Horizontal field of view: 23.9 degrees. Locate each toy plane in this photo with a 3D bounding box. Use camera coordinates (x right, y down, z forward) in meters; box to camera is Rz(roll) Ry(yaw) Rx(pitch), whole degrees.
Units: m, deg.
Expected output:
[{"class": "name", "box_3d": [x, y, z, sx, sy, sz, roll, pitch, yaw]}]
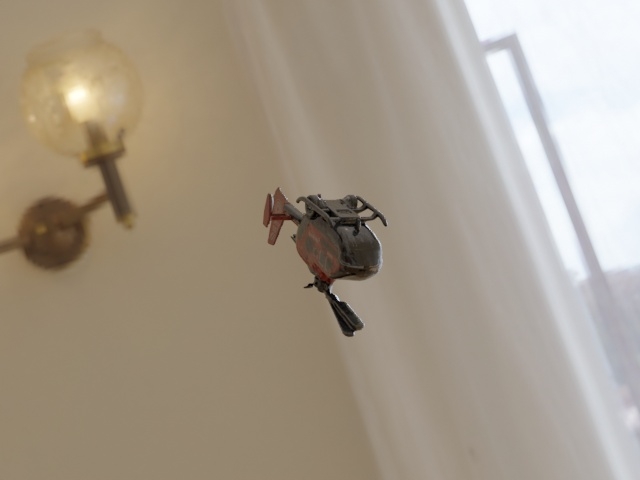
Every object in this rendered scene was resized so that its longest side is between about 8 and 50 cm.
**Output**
[{"class": "toy plane", "box_3d": [0.000, 0.000, 0.875, 0.037, 0.060, 0.145, -1, 21, -25]}]
